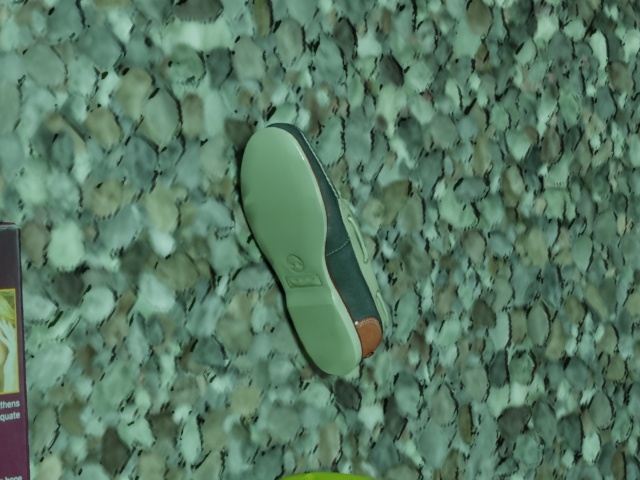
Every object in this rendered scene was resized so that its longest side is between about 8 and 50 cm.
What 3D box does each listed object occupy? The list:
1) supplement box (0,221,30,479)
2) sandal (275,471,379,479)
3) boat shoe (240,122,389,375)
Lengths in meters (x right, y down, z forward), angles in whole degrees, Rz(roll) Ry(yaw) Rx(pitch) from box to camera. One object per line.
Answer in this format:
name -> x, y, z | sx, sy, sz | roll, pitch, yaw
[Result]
supplement box -> -0.176, 0.087, 0.754 | 0.104, 0.081, 0.188 | -3, 92, -46
sandal -> -0.056, 0.223, 0.854 | 0.317, 0.126, 0.138 | -25, 111, -43
boat shoe -> 0.000, 0.000, 0.967 | 0.043, 0.049, 0.137 | -41, 120, -43
